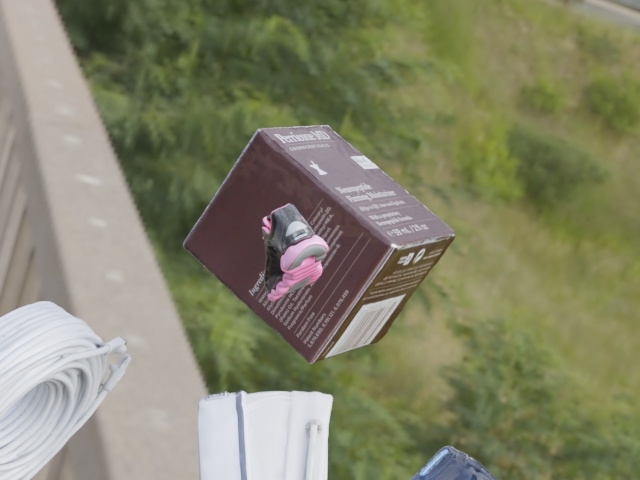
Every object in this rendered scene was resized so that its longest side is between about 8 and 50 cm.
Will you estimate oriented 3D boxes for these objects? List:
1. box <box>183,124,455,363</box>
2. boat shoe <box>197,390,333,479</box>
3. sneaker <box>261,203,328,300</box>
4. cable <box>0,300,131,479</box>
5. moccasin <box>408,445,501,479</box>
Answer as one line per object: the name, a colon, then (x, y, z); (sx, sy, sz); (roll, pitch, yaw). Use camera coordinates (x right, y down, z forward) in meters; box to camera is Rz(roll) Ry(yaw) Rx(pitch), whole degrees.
box: (0.000, 0.000, 1.702); (0.203, 0.167, 0.168); (41, 22, 18)
boat shoe: (-0.012, 0.208, 0.835); (0.088, 0.267, 0.096); (-6, -26, -2)
sneaker: (-0.028, 0.007, 1.238); (0.047, 0.119, 0.057); (-28, 76, -21)
cable: (-0.353, 0.184, 1.749); (0.089, 0.257, 0.257); (40, 7, 21)
moccasin: (0.051, 0.350, 1.723); (0.342, 0.137, 0.117); (-28, 60, -29)
